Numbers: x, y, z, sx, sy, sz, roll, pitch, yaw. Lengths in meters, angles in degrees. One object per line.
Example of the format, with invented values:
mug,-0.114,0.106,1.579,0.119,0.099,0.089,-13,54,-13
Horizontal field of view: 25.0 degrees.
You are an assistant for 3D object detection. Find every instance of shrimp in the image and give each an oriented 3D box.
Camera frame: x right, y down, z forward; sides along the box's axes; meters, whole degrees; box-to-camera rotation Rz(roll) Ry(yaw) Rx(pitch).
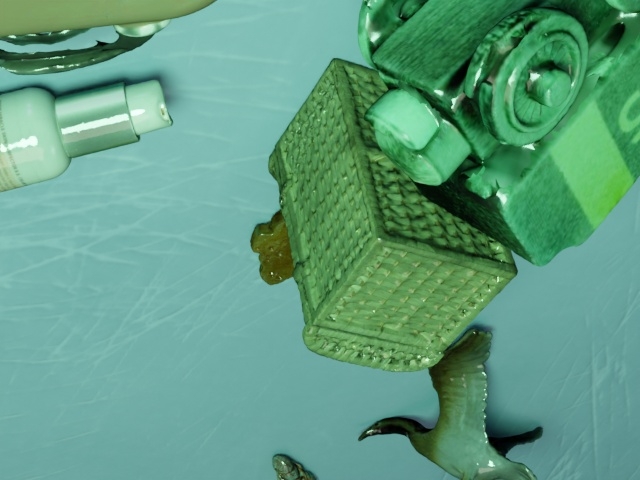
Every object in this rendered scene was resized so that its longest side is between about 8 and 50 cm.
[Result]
shrimp,-0.031,0.272,1.633,0.029,0.038,0.092,15,162,40

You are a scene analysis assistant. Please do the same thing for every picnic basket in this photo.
picnic basket,0.045,-0.014,1.168,0.134,0.196,0.154,13,136,-29

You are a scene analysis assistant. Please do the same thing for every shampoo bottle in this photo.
shampoo bottle,-0.210,-0.084,1.108,0.192,0.074,0.074,-15,142,0

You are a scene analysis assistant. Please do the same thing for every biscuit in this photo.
biscuit,0.000,0.000,1.314,0.130,0.019,0.119,4,138,-20

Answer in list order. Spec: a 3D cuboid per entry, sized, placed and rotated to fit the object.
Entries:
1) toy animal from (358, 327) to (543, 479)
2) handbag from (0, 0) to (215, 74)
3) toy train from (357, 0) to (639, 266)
toy animal,0.136,0.214,1.537,0.197,0.160,0.272,-16,135,7
handbag,-0.187,-0.215,0.894,0.301,0.149,0.283,-9,139,-8
toy train,0.161,-0.143,1.014,0.299,0.167,0.238,-48,140,-7
